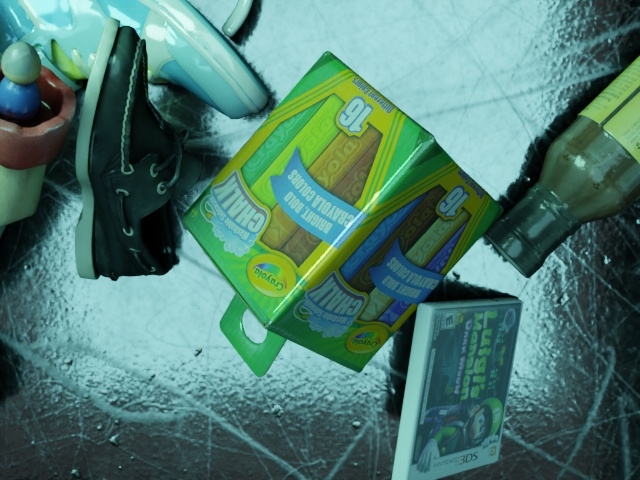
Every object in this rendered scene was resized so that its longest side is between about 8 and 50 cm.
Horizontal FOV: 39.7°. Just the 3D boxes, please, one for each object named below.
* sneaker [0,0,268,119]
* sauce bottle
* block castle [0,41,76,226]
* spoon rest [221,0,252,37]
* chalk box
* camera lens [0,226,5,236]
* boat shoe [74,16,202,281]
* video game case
[{"bbox_3d":[-0.223,-0.186,0.927,0.319,0.127,0.208,41,94,7],"label":"sneaker"},{"bbox_3d":[0.316,-0.103,0.928,0.344,0.111,0.111,-43,94,7],"label":"sauce bottle"},{"bbox_3d":[-0.432,-0.206,0.751,0.303,0.213,0.453,-15,60,-35],"label":"block castle"},{"bbox_3d":[-0.166,-0.337,0.914,0.084,0.137,0.276,-44,106,5],"label":"spoon rest"},{"bbox_3d":[0.000,0.000,0.879,0.289,0.179,0.180,-49,52,5],"label":"chalk box"},{"bbox_3d":[-0.484,-0.051,0.896,0.274,0.219,0.219,29,96,-2],"label":"camera lens"},{"bbox_3d":[-0.175,-0.067,0.868,0.113,0.127,0.340,12,136,-6],"label":"boat shoe"},{"bbox_3d":[0.150,0.157,0.945,0.022,0.173,0.191,13,98,43],"label":"video game case"}]
